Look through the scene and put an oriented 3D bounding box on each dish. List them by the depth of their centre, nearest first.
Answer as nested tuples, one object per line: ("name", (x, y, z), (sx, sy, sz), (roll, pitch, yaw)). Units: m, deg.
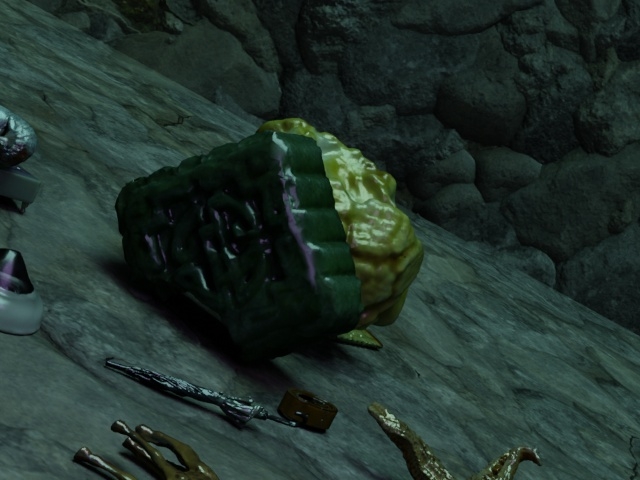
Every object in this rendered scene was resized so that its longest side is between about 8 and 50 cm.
("dish", (-0.381, 0.042, 1.626), (0.141, 0.078, 0.141), (29, 12, -7))

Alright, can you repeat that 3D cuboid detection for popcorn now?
("popcorn", (-0.010, -0.003, 2.166), (0.293, 0.292, 0.334), (15, 27, -42))

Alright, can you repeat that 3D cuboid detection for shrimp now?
("shrimp", (-0.509, -0.174, 1.954), (0.233, 0.079, 0.090), (26, -28, 10))

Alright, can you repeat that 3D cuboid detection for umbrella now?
("umbrella", (-0.143, 0.199, 1.695), (0.269, 0.044, 0.044), (18, 41, -16))

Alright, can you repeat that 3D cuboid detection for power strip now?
("power strip", (-0.528, -0.113, 1.971), (0.215, 0.061, 0.145), (20, 9, -43))

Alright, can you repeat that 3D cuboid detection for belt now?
("belt", (-0.019, 0.228, 1.845), (0.083, 0.036, 0.059), (22, 8, -35))

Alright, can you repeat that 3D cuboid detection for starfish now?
("starfish", (0.202, 0.340, 1.772), (0.375, 0.094, 0.327), (39, 23, 7))

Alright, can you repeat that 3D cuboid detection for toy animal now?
("toy animal", (-0.148, 0.263, 1.362), (0.149, 0.054, 0.275), (18, 18, -37))

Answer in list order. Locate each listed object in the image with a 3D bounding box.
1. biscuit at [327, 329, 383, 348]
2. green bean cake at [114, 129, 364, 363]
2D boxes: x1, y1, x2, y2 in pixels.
("biscuit", (-0.004, 0.130, 2.309), (0.231, 0.016, 0.139), (15, 20, -50))
("green bean cake", (-0.119, 0.023, 1.950), (0.169, 0.300, 0.308), (0, 71, -67))
